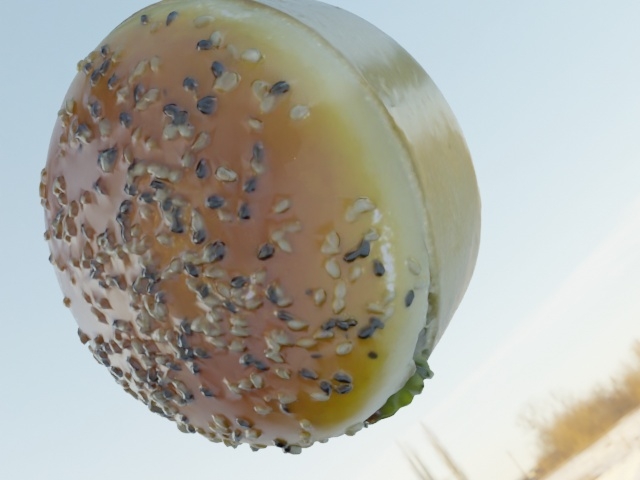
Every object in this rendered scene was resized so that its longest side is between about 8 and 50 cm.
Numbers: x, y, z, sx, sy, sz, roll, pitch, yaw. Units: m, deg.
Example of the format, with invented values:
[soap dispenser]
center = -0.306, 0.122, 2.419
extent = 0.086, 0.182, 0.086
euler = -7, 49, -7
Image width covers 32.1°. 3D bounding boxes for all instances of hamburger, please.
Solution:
[hamburger]
center = -0.043, -0.006, 0.683
extent = 0.176, 0.300, 0.300
euler = -34, -14, -46
